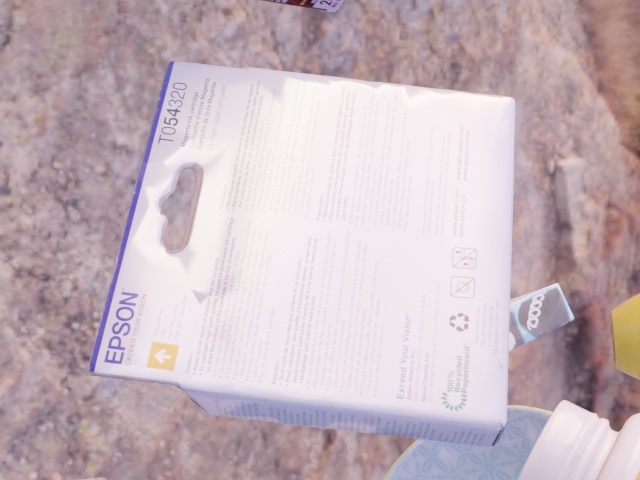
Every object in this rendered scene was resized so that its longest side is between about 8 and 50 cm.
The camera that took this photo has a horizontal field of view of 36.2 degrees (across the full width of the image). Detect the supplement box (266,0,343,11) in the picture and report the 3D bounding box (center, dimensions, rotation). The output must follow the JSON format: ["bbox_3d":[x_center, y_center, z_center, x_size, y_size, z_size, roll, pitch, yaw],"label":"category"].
[{"bbox_3d":[-0.062,-0.305,0.961,0.239,0.130,0.073,1,64,-31],"label":"supplement box"}]

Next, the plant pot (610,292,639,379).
[{"bbox_3d":[0.390,0.113,1.139,0.134,0.095,0.134,-6,90,-76],"label":"plant pot"}]

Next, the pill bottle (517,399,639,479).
[{"bbox_3d":[0.227,0.183,0.589,0.117,0.215,0.117,-50,156,-32],"label":"pill bottle"}]

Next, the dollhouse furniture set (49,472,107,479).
[{"bbox_3d":[-0.116,0.325,1.013,0.303,0.286,0.198,-1,117,-21],"label":"dollhouse furniture set"}]

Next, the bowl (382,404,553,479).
[{"bbox_3d":[0.202,0.332,1.009,0.156,0.289,0.290,50,53,-47],"label":"bowl"}]

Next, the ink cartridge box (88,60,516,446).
[{"bbox_3d":[0.000,0.000,0.854,0.071,0.330,0.324,89,8,-60],"label":"ink cartridge box"}]

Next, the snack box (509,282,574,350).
[{"bbox_3d":[0.165,0.152,1.319,0.321,0.187,0.060,-20,84,-31],"label":"snack box"}]
